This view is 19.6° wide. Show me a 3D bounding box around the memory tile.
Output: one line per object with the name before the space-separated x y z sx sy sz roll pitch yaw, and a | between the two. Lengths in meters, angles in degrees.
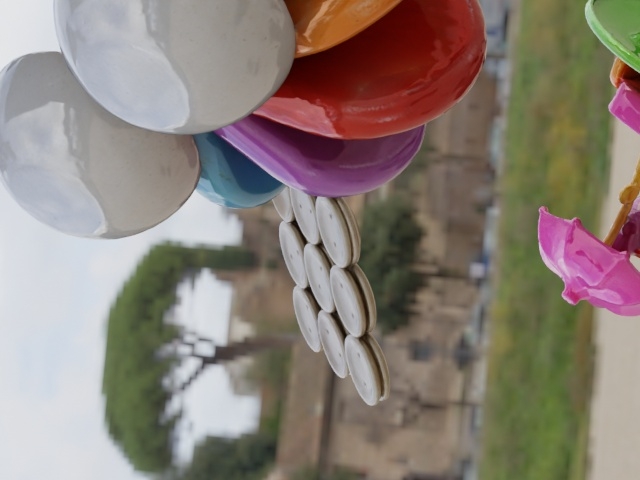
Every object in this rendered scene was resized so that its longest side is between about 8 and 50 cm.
memory tile | 0.000 0.000 0.911 0.113 0.012 0.148 -142 37 -63

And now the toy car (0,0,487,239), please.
toy car | -0.017 -0.073 0.616 0.182 0.136 0.159 -45 18 55

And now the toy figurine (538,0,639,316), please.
toy figurine | 0.183 -0.036 0.995 0.173 0.130 0.159 -11 -47 -46
